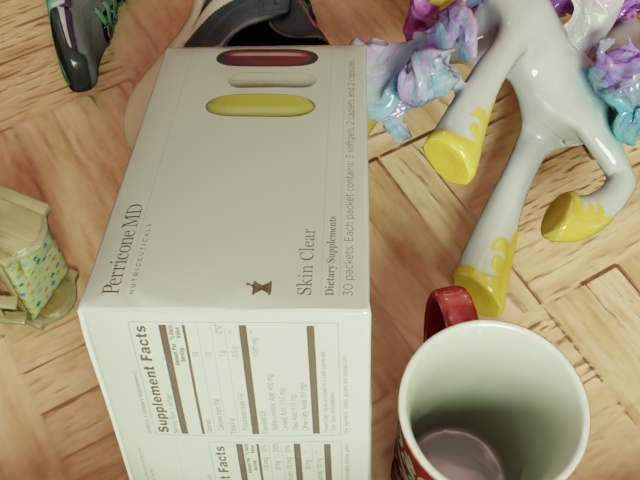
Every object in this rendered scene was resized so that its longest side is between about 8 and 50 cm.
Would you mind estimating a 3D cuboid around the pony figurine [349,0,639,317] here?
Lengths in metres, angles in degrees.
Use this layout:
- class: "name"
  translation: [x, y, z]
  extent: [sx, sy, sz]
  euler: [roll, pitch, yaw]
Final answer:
- class: "pony figurine"
  translation: [0.172, -0.173, 0.736]
  extent: [0.351, 0.303, 0.363]
  euler: [50, 62, -11]

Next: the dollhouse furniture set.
- class: "dollhouse furniture set"
  translation: [-0.270, 0.031, 0.624]
  extent: [0.101, 0.182, 0.161]
  euler: [22, 61, 11]

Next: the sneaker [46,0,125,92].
- class: "sneaker"
  translation: [-0.219, -0.243, 0.849]
  extent: [0.098, 0.083, 0.224]
  euler: [-10, 59, -13]

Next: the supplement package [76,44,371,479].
- class: "supplement package"
  translation: [-0.040, 0.022, 0.568]
  extent: [0.145, 0.204, 0.262]
  euler: [-1, 41, 2]

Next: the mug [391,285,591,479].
- class: "mug"
  translation: [0.106, 0.125, 0.585]
  extent: [0.113, 0.169, 0.150]
  euler: [16, 60, 9]

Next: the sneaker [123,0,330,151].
- class: "sneaker"
  translation: [-0.041, -0.202, 0.778]
  extent: [0.148, 0.131, 0.350]
  euler: [2, 65, 34]
